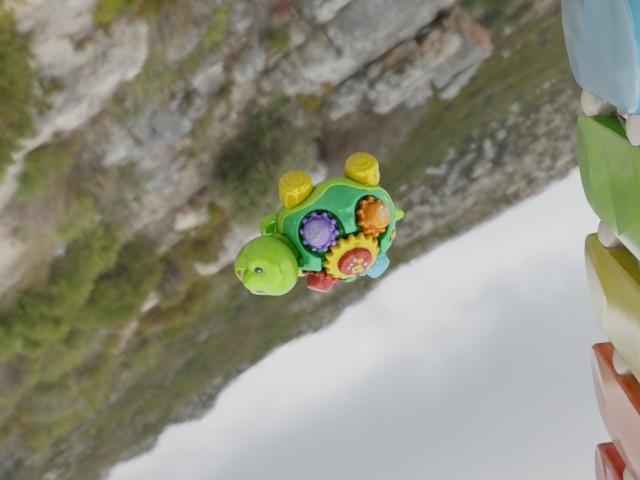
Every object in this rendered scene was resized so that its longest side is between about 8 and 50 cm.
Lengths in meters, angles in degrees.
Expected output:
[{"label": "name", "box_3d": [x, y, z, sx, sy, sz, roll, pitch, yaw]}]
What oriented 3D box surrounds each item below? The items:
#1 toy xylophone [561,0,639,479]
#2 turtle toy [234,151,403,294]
[{"label": "toy xylophone", "box_3d": [0.135, 0.029, 0.434, 0.081, 0.322, 0.236, -9, -175, 3]}, {"label": "turtle toy", "box_3d": [0.000, 0.000, 0.816, 0.130, 0.066, 0.095, -16, 137, -12]}]
